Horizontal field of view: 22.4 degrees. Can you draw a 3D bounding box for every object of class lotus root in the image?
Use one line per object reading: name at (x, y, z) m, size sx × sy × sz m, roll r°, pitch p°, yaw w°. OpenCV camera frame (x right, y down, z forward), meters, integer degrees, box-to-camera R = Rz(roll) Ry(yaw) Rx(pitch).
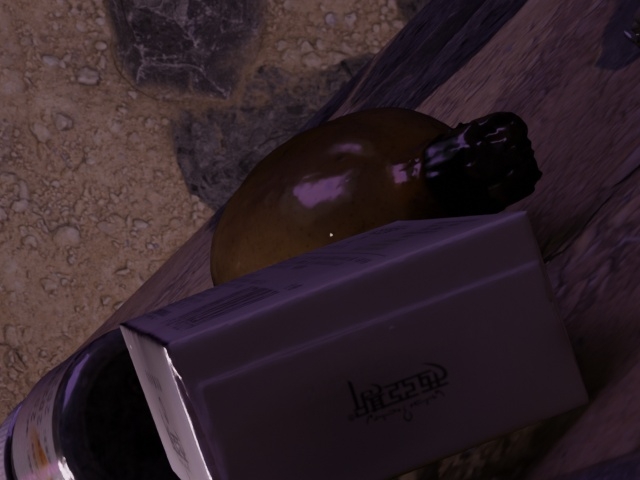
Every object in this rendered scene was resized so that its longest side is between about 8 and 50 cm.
lotus root at (0.038, -0.011, 1.131) m, size 0.183 × 0.183 × 0.310 m, roll -53°, pitch 13°, yaw -31°

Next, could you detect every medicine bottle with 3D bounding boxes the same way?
medicine bottle at (-0.173, 0.172, 1.348) m, size 0.165 × 0.165 × 0.273 m, roll -52°, pitch 9°, yaw -27°

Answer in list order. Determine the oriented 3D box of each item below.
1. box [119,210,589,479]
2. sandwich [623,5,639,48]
box at (0.005, 0.064, 0.890) m, size 0.194 × 0.111 × 0.260 m, roll -20°, pitch 1°, yaw -10°
sandwich at (0.246, -0.148, 0.898) m, size 0.160 × 0.109 × 0.185 m, roll -46°, pitch 8°, yaw -3°
